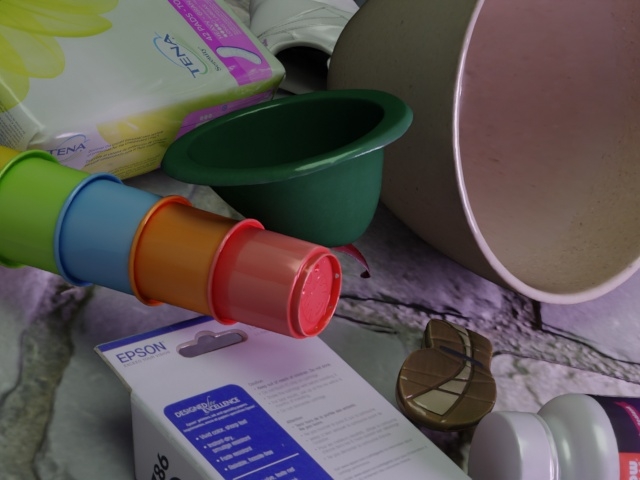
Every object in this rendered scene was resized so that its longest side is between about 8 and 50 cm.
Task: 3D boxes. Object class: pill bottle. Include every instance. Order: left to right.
[{"bbox_3d":[0.204,0.159,0.967,0.194,0.108,0.108,4,34,-19],"label":"pill bottle"}]

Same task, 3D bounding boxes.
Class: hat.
[{"bbox_3d":[0.000,0.000,1.033,0.208,0.183,0.173,-27,27,-35],"label":"hat"}]

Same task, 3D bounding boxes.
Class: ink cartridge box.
[{"bbox_3d":[0.006,0.167,0.904,0.165,0.065,0.333,-14,45,-40],"label":"ink cartridge box"}]

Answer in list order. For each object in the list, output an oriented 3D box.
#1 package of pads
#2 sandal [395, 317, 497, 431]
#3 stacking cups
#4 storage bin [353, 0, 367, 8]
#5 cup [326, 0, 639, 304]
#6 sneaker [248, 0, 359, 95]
[{"bbox_3d":[-0.199,-0.157,1.235,0.297,0.101,0.229,-21,63,-43],"label":"package of pads"},{"bbox_3d":[0.092,0.108,1.059,0.072,0.049,0.180,25,17,3],"label":"sandal"},{"bbox_3d":[-0.134,0.003,1.004,0.316,0.096,0.096,17,29,24],"label":"stacking cups"},{"bbox_3d":[0.094,-0.234,1.543,0.135,0.098,0.091,-1,40,16],"label":"storage bin"},{"bbox_3d":[0.145,-0.127,1.238,0.331,0.331,0.237,-13,18,-39],"label":"cup"},{"bbox_3d":[0.068,-0.167,1.439,0.305,0.114,0.152,11,46,-2],"label":"sneaker"}]
